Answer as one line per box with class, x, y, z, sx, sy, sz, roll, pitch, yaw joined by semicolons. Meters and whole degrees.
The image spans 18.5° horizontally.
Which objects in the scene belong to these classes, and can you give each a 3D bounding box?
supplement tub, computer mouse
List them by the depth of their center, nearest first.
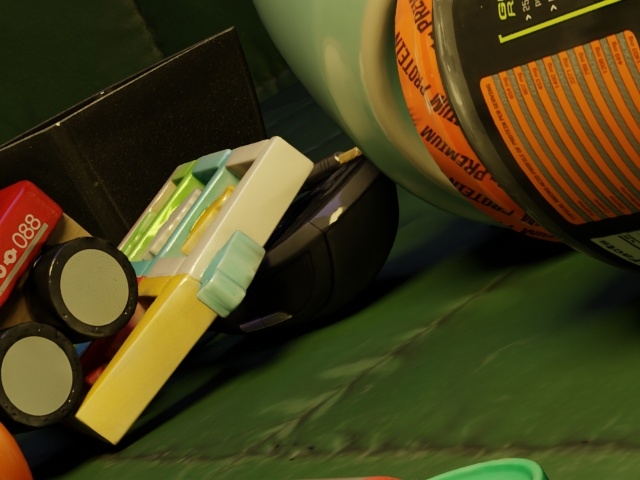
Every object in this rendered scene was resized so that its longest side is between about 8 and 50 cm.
supplement tub;0.177;-0.095;0.676;0.207;0.207;0.338;-32;10;-26
computer mouse;0.000;0.000;1.176;0.184;0.060;0.262;-48;8;-35

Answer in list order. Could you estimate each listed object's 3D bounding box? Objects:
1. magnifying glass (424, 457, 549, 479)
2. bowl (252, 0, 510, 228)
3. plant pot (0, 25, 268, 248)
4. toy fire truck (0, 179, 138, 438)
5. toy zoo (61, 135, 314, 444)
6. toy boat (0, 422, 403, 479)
magnifying glass;-0.029;0.124;0.631;0.231;0.026;0.092;-26;8;20
bowl;0.111;-0.128;0.957;0.311;0.311;0.163;-26;29;15
plant pot;-0.138;-0.030;1.465;0.187;0.167;0.188;-35;10;-39
toy fire truck;-0.239;0.024;1.023;0.158;0.246;0.217;-18;36;53
toy zoo;-0.096;0.029;1.159;0.192;0.030;0.293;-55;13;-11
toy boat;-0.076;0.104;0.454;0.231;0.151;0.151;-32;9;-29
